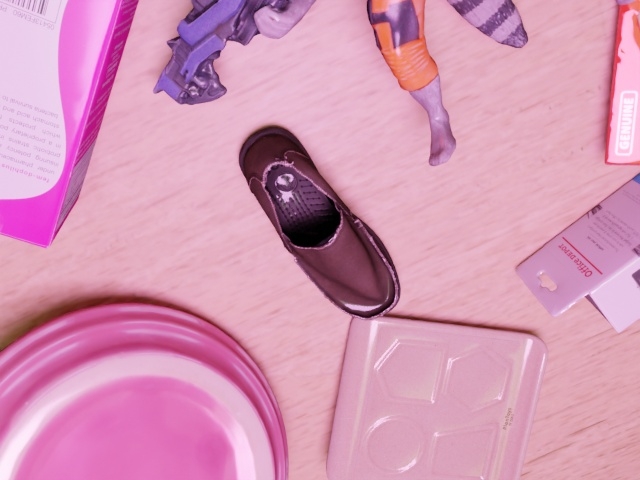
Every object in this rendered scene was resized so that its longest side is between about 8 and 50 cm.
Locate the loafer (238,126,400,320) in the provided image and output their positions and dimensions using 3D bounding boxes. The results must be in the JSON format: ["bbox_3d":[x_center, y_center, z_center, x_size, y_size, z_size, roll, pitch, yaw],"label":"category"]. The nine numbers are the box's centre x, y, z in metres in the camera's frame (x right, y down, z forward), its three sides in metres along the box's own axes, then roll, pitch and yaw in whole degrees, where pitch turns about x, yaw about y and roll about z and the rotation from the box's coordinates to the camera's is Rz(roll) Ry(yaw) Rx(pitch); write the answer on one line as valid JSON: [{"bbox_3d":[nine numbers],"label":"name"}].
[{"bbox_3d":[0.000,0.000,0.628,0.080,0.078,0.220,-37,111,10],"label":"loafer"}]

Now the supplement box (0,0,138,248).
[{"bbox_3d":[-0.227,-0.123,0.535,0.111,0.114,0.220,19,108,-14],"label":"supplement box"}]

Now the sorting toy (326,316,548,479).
[{"bbox_3d":[0.120,0.179,0.728,0.208,0.038,0.193,8,100,-4],"label":"sorting toy"}]

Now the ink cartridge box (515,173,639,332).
[{"bbox_3d":[0.289,0.013,0.650,0.180,0.104,0.060,-39,112,11],"label":"ink cartridge box"}]

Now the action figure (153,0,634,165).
[{"bbox_3d":[0.019,-0.217,0.529,0.330,0.179,0.341,42,130,-13],"label":"action figure"}]

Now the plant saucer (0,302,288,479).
[{"bbox_3d":[-0.171,0.223,0.612,0.331,0.084,0.333,3,84,-28],"label":"plant saucer"}]

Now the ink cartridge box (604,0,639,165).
[{"bbox_3d":[0.370,-0.185,0.546,0.238,0.060,0.275,2,108,13],"label":"ink cartridge box"}]
